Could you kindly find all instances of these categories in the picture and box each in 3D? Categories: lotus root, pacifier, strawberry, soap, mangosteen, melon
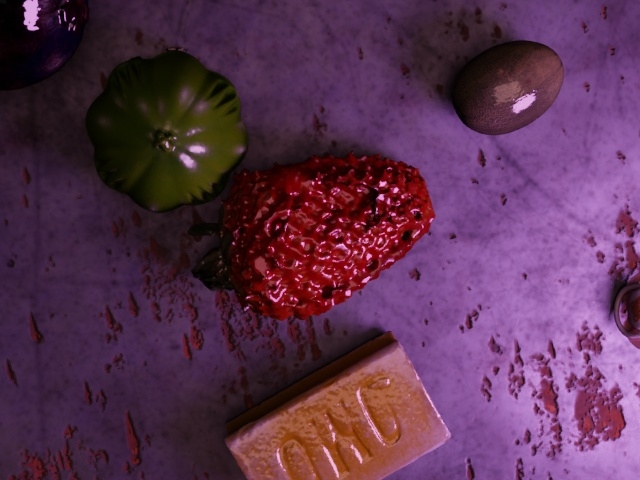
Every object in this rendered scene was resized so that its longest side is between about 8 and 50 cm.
[{"bbox_3d":[-0.162,-0.110,1.044,0.186,0.186,0.186,-1,99,-7],"label":"lotus root"},{"bbox_3d":[0.403,0.087,1.210,0.078,0.081,0.099,11,75,-42],"label":"pacifier"},{"bbox_3d":[0.000,0.000,1.094,0.286,0.106,0.188,-22,122,-8],"label":"strawberry"},{"bbox_3d":[0.019,0.223,1.170,0.232,0.073,0.140,-29,97,-1],"label":"soap"},{"bbox_3d":[-0.345,-0.250,0.997,0.230,0.194,0.194,13,98,17],"label":"mangosteen"},{"bbox_3d":[0.210,-0.172,1.118,0.130,0.098,0.098,-28,102,-7],"label":"melon"}]
